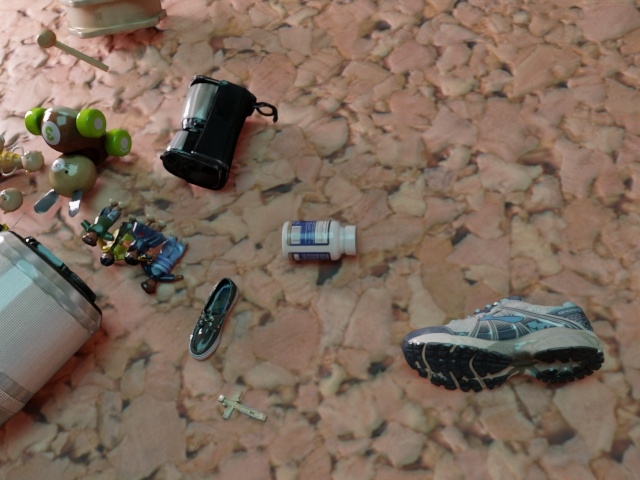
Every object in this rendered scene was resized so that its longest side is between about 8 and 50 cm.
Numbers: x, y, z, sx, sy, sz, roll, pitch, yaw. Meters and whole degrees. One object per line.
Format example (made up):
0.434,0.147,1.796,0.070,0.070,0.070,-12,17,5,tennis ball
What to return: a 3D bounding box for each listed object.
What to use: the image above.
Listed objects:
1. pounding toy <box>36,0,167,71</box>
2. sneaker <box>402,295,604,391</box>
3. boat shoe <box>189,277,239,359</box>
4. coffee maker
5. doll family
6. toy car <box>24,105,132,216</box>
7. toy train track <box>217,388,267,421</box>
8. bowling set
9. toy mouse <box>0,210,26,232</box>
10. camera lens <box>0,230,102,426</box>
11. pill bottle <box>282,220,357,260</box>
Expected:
-0.456,-0.452,1.553,0.270,0.154,0.154,-14,30,-10,pounding toy
0.263,0.146,1.095,0.283,0.110,0.122,-1,43,5,sneaker
-0.177,0.124,1.194,0.049,0.040,0.142,15,64,17,boat shoe
-0.182,-0.192,1.331,0.171,0.120,0.178,6,62,11,coffee maker
-0.321,0.014,1.262,0.193,0.076,0.111,21,61,16,doll family
-0.461,-0.135,1.340,0.155,0.149,0.188,6,73,26,toy car
-0.121,0.256,1.126,0.083,0.014,0.048,20,65,18,toy train track
-0.622,-0.119,1.292,0.154,0.200,0.287,0,51,6,bowling set
-0.587,0.035,1.305,0.161,0.031,0.143,-22,48,5,toy mouse
-0.496,0.138,1.131,0.219,0.219,0.274,33,70,24,camera lens
0.000,0.000,1.222,0.120,0.067,0.067,0,60,9,pill bottle
